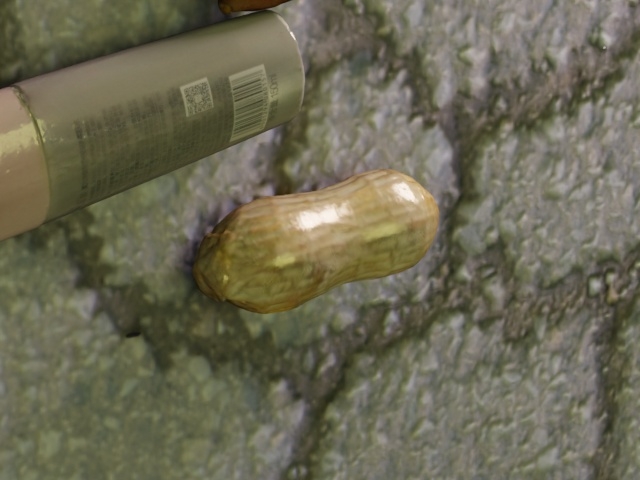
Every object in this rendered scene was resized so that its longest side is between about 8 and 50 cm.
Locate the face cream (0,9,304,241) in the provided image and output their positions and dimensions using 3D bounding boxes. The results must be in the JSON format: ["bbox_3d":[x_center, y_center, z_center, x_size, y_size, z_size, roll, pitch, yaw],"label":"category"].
[{"bbox_3d":[-0.138,-0.083,1.282,0.269,0.073,0.107,-24,128,-29],"label":"face cream"}]

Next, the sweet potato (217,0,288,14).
[{"bbox_3d":[0.060,-0.293,1.357,0.385,0.109,0.109,-42,121,-20],"label":"sweet potato"}]

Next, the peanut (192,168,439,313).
[{"bbox_3d":[0.000,0.000,1.394,0.207,0.087,0.087,-16,110,-30],"label":"peanut"}]
